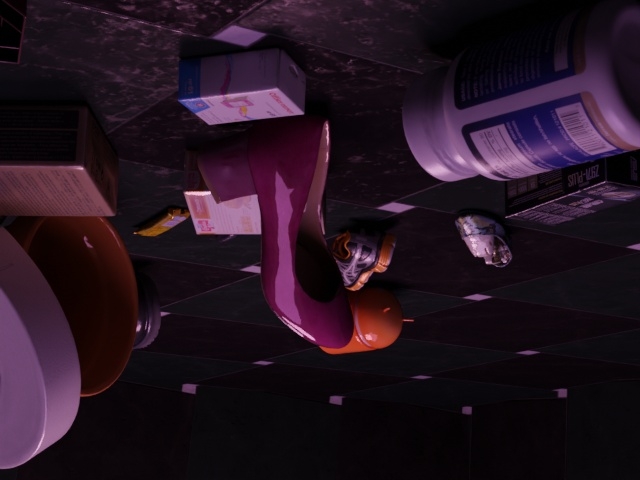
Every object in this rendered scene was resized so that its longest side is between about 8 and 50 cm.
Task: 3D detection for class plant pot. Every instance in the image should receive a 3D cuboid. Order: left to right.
[{"bbox_3d":[-0.439,0.096,2.040,0.204,0.290,0.291,-8,164,26],"label":"plant pot"}]

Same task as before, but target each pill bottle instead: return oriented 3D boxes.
[{"bbox_3d":[0.223,-0.147,1.408,0.265,0.153,0.153,-13,161,43],"label":"pill bottle"}]

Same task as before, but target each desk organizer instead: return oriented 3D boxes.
[{"bbox_3d":[-0.314,-0.222,1.336,0.047,0.050,0.130,4,165,-14],"label":"desk organizer"}]

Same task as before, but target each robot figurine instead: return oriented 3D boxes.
[{"bbox_3d":[0.071,0.157,2.675,0.219,0.158,0.128,-10,-159,36],"label":"robot figurine"}]

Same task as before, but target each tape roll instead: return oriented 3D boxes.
[{"bbox_3d":[-0.493,0.133,1.879,0.392,0.392,0.072,-13,-166,43],"label":"tape roll"}]

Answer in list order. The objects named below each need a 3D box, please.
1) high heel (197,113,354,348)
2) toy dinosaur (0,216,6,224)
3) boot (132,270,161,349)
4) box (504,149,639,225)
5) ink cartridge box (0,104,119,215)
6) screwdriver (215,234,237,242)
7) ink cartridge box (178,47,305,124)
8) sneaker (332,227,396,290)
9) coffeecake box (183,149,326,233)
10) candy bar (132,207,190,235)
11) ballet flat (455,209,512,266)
[{"bbox_3d":[0.000,0.000,1.758,0.181,0.127,0.377,-12,131,29],"label":"high heel"},{"bbox_3d":[-0.484,-0.059,2.024,0.093,0.053,0.183,-24,163,27],"label":"toy dinosaur"},{"bbox_3d":[-0.561,0.171,2.484,0.445,0.146,0.367,-8,174,-36],"label":"boot"},{"bbox_3d":[0.296,-0.110,1.562,0.078,0.147,0.180,9,163,-29],"label":"box"},{"bbox_3d":[-0.374,-0.100,1.746,0.193,0.088,0.234,2,166,1],"label":"ink cartridge box"},{"bbox_3d":[-0.123,-0.029,2.170,0.025,0.024,0.170,36,147,-15],"label":"screwdriver"},{"bbox_3d":[-0.087,-0.172,1.521,0.123,0.052,0.088,-6,164,19],"label":"ink cartridge box"},{"bbox_3d":[0.055,0.022,2.258,0.083,0.084,0.215,18,158,-13],"label":"sneaker"},{"bbox_3d":[-0.088,-0.066,1.873,0.186,0.068,0.142,0,157,2],"label":"coffeecake box"},{"bbox_3d":[-0.255,-0.027,2.173,0.040,0.018,0.161,4,165,-28],"label":"candy bar"},{"bbox_3d":[0.268,0.003,2.179,0.070,0.070,0.188,-7,164,27],"label":"ballet flat"}]
